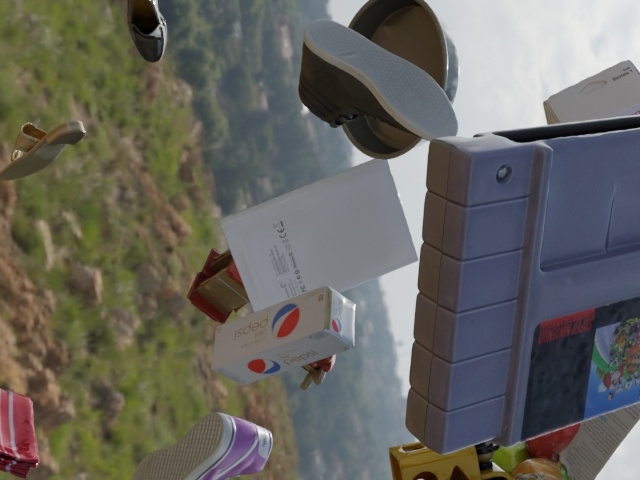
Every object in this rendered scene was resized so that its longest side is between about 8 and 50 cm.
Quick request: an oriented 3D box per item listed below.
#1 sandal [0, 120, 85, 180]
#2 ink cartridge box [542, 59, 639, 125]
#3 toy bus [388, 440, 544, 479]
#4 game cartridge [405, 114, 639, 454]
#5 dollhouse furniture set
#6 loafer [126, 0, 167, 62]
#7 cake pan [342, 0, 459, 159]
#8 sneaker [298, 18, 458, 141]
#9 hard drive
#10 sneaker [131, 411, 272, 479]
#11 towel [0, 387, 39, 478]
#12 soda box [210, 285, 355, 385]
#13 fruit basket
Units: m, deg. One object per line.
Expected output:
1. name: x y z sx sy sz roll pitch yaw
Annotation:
1. sandal: -0.548 -0.198 2.031 0.088 0.240 0.079 -5 73 -53
2. ink cartridge box: 0.604 -0.221 2.222 0.117 0.201 0.278 66 4 36
3. toy bus: 0.199 0.329 1.527 0.202 0.191 0.104 -17 99 -53
4. game cartridge: 0.225 0.021 0.793 0.068 0.355 0.230 23 -62 53
5. dollhouse furniture set: -0.088 0.150 2.320 0.374 0.201 0.152 40 52 -18
6. loafer: -0.276 -0.340 1.635 0.170 0.062 0.061 83 0 -51
7. cake pan: 0.133 -0.287 1.822 0.293 0.054 0.293 1 -89 52
8. sneaker: 0.086 -0.225 1.693 0.104 0.295 0.147 -48 169 -33
9. hard drive: 0.000 0.000 2.095 0.047 0.353 0.233 -125 -165 -67
10. sneaker: -0.198 0.403 1.814 0.161 0.282 0.102 22 42 -44
11. towel: -0.518 0.222 1.431 0.031 0.275 0.199 -58 -154 10
12. soda box: -0.054 0.137 1.483 0.069 0.216 0.074 36 45 -39
13. fruit basket: 0.365 0.359 1.677 0.165 0.353 0.327 39 4 -12
